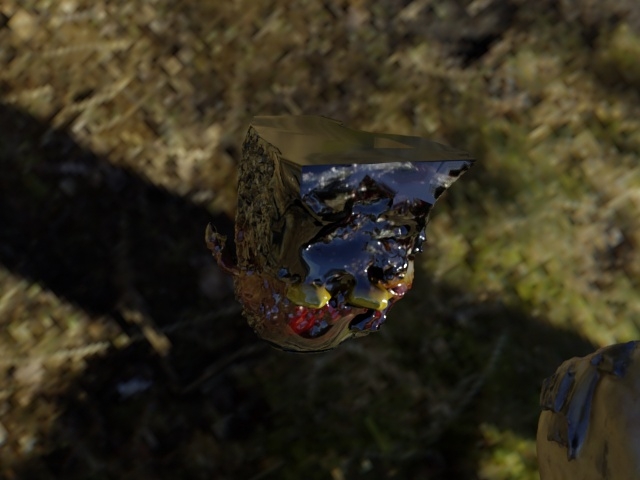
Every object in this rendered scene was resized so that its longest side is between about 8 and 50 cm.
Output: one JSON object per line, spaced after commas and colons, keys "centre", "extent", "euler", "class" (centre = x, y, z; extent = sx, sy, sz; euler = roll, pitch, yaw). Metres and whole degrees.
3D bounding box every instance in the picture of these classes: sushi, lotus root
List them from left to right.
{"centre": [0.000, 0.000, 1.395], "extent": [0.153, 0.172, 0.150], "euler": [-4, 106, -33], "class": "sushi"}
{"centre": [0.269, 0.221, 1.481], "extent": [0.183, 0.183, 0.310], "euler": [-19, 94, -44], "class": "lotus root"}
